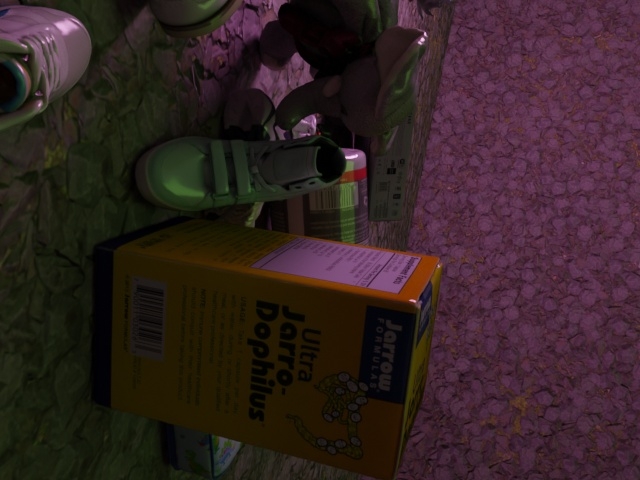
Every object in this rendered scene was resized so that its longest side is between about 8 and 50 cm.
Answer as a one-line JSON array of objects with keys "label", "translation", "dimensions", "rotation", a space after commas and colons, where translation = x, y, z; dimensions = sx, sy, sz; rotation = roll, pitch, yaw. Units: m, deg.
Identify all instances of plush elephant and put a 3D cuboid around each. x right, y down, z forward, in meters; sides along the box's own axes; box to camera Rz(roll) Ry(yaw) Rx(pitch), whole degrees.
[{"label": "plush elephant", "translation": [0.033, -0.246, 0.873], "dimensions": [0.272, 0.329, 0.256], "rotation": [73, 15, -72]}]

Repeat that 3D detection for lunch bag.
[{"label": "lunch bag", "translation": [-0.152, 0.232, 0.976], "dimensions": [0.219, 0.090, 0.176], "rotation": [-54, 151, -58]}]

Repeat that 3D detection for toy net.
[{"label": "toy net", "translation": [-0.010, -0.196, 1.311], "dimensions": [0.232, 0.045, 0.122], "rotation": [72, 32, -58]}]

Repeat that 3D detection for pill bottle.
[{"label": "pill bottle", "translation": [0.000, 0.000, 1.148], "dimensions": [0.176, 0.176, 0.319], "rotation": [-39, 128, -67]}]

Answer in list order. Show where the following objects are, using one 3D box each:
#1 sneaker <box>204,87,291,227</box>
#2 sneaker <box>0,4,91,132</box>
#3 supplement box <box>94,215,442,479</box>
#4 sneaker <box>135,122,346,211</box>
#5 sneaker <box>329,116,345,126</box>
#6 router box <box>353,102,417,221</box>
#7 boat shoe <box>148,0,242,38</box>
[{"label": "sneaker", "translation": [-0.095, -0.096, 0.972], "dimensions": [0.153, 0.094, 0.235], "rotation": [26, 64, -65]}, {"label": "sneaker", "translation": [-0.234, -0.121, 0.470], "dimensions": [0.229, 0.092, 0.087], "rotation": [-58, 151, -57]}, {"label": "supplement box", "translation": [-0.056, 0.105, 0.744], "dimensions": [0.194, 0.356, 0.195], "rotation": [-34, 131, -69]}, {"label": "sneaker", "translation": [-0.085, -0.095, 0.775], "dimensions": [0.255, 0.151, 0.094], "rotation": [-8, 88, -43]}, {"label": "sneaker", "translation": [0.066, -0.356, 1.426], "dimensions": [0.094, 0.081, 0.209], "rotation": [-16, 117, -81]}, {"label": "router box", "translation": [0.142, -0.267, 1.503], "dimensions": [0.301, 0.082, 0.335], "rotation": [-97, -174, -47]}, {"label": "boat shoe", "translation": [-0.129, -0.352, 0.695], "dimensions": [0.103, 0.113, 0.302], "rotation": [73, 20, -56]}]
